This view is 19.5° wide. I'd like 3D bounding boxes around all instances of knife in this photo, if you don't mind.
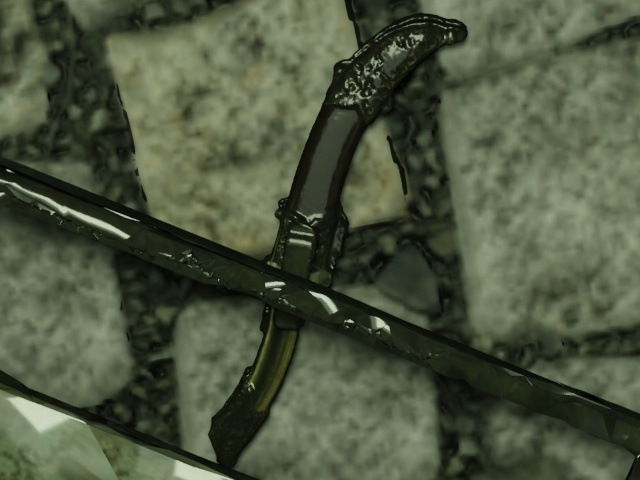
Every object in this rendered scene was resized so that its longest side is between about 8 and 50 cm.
[{"bbox_3d":[-0.005,-0.003,0.808,0.046,0.021,0.222,27,97,-1],"label":"knife"}]

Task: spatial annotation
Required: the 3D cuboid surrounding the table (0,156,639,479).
[{"bbox_3d":[-0.054,0.136,0.689,0.335,0.272,0.222,23,104,2],"label":"table"}]
